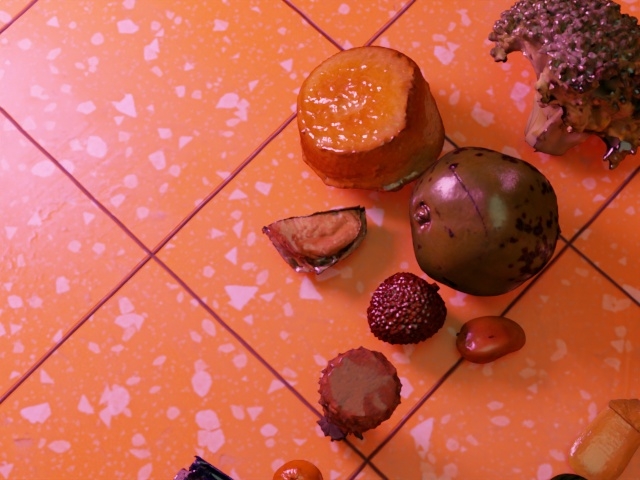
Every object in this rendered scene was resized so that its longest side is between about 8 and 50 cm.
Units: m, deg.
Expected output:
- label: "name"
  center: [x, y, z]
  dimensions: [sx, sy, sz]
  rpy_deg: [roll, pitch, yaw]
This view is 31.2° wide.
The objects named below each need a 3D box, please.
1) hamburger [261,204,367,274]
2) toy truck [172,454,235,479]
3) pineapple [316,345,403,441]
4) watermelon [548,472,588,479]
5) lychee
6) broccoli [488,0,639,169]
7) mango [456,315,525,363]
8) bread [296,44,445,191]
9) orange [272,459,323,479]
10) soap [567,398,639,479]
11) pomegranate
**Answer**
- label: "hamburger"
  center: [-0.003, 0.007, 1.905]
  dimensions: [0.176, 0.087, 0.102]
  rpy_deg: [-11, 86, -11]
- label: "toy truck"
  center: [-0.209, 0.470, 1.730]
  dimensions: [0.124, 0.155, 0.268]
  rpy_deg: [32, 79, 10]
- label: "pineapple"
  center: [0.049, 0.243, 1.745]
  dimensions: [0.128, 0.248, 0.128]
  rpy_deg: [2, 70, -5]
- label: "watermelon"
  center: [0.385, 0.408, 1.770]
  dimensions: [0.108, 0.109, 0.109]
  rpy_deg: [0, 73, 1]
- label: "lychee"
  center: [0.137, 0.113, 1.852]
  dimensions: [0.123, 0.123, 0.129]
  rpy_deg: [47, 108, 13]
- label: "broccoli"
  center: [0.447, -0.284, 1.888]
  dimensions: [0.323, 0.272, 0.334]
  rpy_deg: [-15, 42, -5]
- label: "mango"
  center: [0.277, 0.161, 1.862]
  dimensions: [0.114, 0.060, 0.080]
  rpy_deg: [-6, 57, 1]
- label: "bread"
  center: [0.073, -0.203, 1.913]
  dimensions: [0.268, 0.146, 0.269]
  rpy_deg: [-8, 57, 13]
- label: "orange"
  center: [-0.035, 0.384, 1.794]
  dimensions: [0.083, 0.070, 0.083]
  rpy_deg: [-2, 71, 5]
- label: "soap"
  center: [0.464, 0.312, 1.827]
  dimensions: [0.089, 0.033, 0.168]
  rpy_deg: [37, 76, 8]
- label: "pomegranate"
  center: [0.271, -0.028, 1.833]
  dimensions: [0.270, 0.254, 0.254]
  rpy_deg: [12, 72, -23]
